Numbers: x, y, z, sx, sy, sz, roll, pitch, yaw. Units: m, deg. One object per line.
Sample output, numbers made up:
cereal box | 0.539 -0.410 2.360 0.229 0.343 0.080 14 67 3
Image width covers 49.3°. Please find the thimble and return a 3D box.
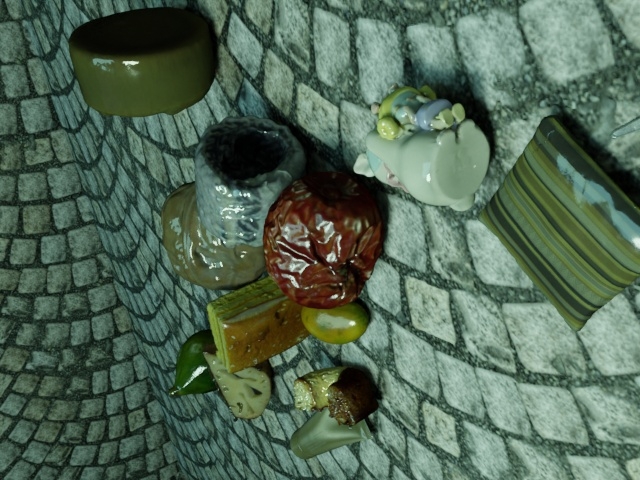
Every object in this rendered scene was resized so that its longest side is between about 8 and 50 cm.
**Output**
thimble | -0.135 -0.115 1.319 0.245 0.217 0.157 -84 -3 -46

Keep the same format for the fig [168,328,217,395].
fig | -0.346 0.381 2.065 0.195 0.245 0.195 18 137 18

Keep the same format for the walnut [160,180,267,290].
walnut | -0.224 -0.019 1.551 0.273 0.227 0.273 38 140 41

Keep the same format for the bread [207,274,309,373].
bread | -0.121 0.176 1.539 0.110 0.234 0.184 42 146 37

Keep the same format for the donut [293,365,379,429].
donut | 0.037 0.326 1.511 0.217 0.141 0.085 -4 100 51

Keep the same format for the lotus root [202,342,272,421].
lotus root | -0.218 0.391 1.967 0.074 0.170 0.260 -81 -19 -59

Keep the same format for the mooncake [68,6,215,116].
mooncake | -0.357 -0.361 1.425 0.284 0.284 0.155 36 142 41

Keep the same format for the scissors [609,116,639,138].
scissors | 0.363 -0.135 0.699 0.100 0.015 0.189 61 153 -2

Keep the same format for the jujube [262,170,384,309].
jujube | 0.000 0.000 1.210 0.213 0.213 0.232 40 137 37

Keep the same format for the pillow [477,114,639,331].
pillow | 0.302 -0.015 0.863 0.208 0.052 0.212 54 148 22

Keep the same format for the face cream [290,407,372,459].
face cream | 0.022 0.462 1.718 0.137 0.084 0.341 65 146 17

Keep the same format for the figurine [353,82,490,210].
figurine | 0.119 -0.137 0.993 0.235 0.127 0.155 27 154 52

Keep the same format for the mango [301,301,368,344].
mango | 0.030 0.162 1.431 0.163 0.089 0.111 23 132 39
